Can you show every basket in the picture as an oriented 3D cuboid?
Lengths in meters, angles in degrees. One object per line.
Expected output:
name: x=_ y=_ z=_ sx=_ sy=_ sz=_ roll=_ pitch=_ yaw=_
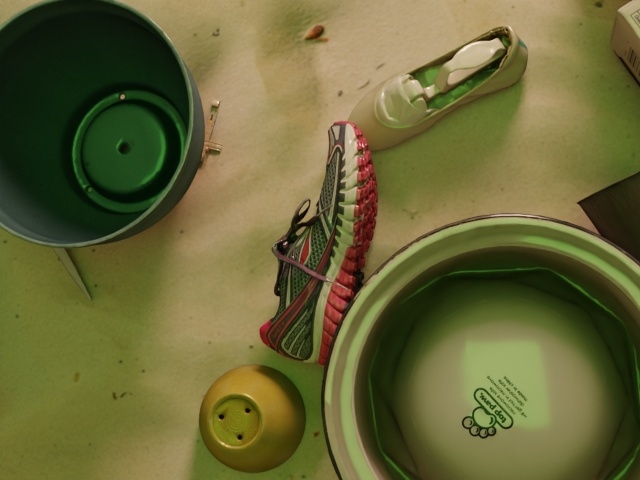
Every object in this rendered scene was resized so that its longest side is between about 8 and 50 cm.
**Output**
basket: x=0.433 y=0.014 z=1.117 sx=0.204 sy=0.154 sz=0.227 roll=-25 pitch=84 yaw=-10

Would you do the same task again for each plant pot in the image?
plant pot: x=-0.091 y=0.218 z=1.193 sx=0.134 sy=0.095 sz=0.134 roll=-1 pitch=83 yaw=8
plant pot: x=-0.267 y=-0.128 z=1.212 sx=0.293 sy=0.196 sz=0.293 roll=-1 pitch=84 yaw=10

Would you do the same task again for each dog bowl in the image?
dog bowl: x=0.213 y=0.180 z=1.125 sx=0.408 sy=0.150 sz=0.408 roll=-1 pitch=83 yaw=8

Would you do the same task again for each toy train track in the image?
toy train track: x=-0.148 y=-0.145 z=1.291 sx=0.048 sy=0.014 sz=0.083 roll=14 pitch=84 yaw=10

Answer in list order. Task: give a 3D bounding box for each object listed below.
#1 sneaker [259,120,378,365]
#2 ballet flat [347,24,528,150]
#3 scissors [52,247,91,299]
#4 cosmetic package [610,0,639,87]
sneaker: x=0.000 y=0.000 z=1.194 sx=0.112 sy=0.121 sz=0.299 roll=10 pitch=87 yaw=13
ballet flat: x=0.139 y=-0.192 z=1.219 sx=0.248 sy=0.086 sz=0.086 roll=-28 pitch=79 yaw=4
scissors: x=-0.377 y=-0.057 z=1.297 sx=0.297 sy=0.021 sz=0.109 roll=44 pitch=107 yaw=12
cosmetic package: x=0.502 y=-0.268 z=1.130 sx=0.296 sy=0.129 sz=0.153 roll=-32 pitch=77 yaw=7
